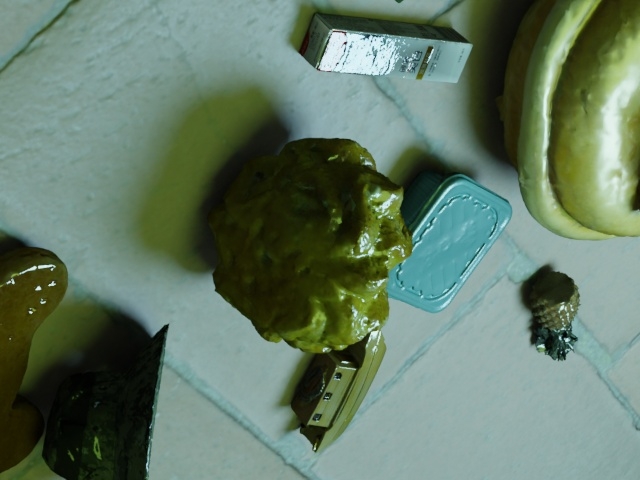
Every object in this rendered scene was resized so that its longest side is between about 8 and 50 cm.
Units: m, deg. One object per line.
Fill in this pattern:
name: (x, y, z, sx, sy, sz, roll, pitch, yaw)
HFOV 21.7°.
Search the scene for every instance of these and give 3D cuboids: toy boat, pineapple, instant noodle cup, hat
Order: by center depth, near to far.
hat: (-0.243, 0.214, 1.865, 0.128, 0.265, 0.266, 8, 121, -8)
instant noodle cup: (0.139, -0.006, 2.074, 0.157, 0.070, 0.179, 24, 104, -49)
toy boat: (0.021, 0.177, 2.130, 0.077, 0.057, 0.200, 13, 112, -38)
pineapple: (0.331, 0.113, 2.333, 0.074, 0.074, 0.159, -33, 144, -15)

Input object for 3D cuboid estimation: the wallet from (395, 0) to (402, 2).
wallet: (0.097, -0.367, 1.770, 0.160, 0.055, 0.236, -40, 140, 2)

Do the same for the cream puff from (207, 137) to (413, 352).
cream puff: (-0.009, 0.006, 1.850, 0.244, 0.244, 0.196, -46, 152, -1)

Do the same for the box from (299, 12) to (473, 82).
box: (0.076, -0.216, 1.878, 0.218, 0.039, 0.055, -1, 123, -39)

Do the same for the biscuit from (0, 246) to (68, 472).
biscuit: (-0.418, 0.204, 1.774, 0.283, 0.064, 0.432, -17, 134, -43)

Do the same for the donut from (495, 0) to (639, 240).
donut: (0.401, -0.197, 2.047, 0.449, 0.198, 0.449, -22, 132, -26)
